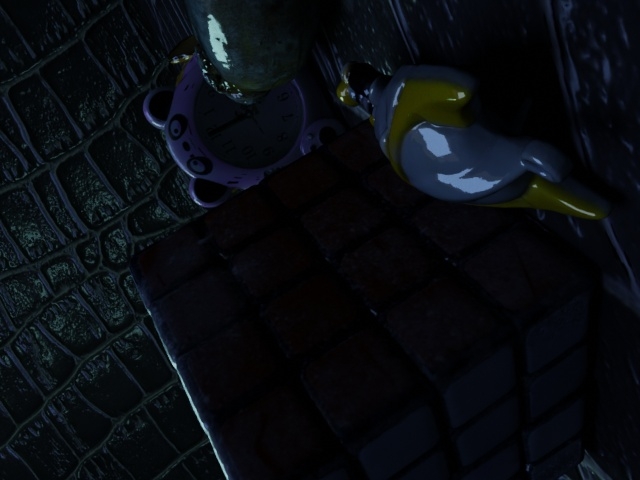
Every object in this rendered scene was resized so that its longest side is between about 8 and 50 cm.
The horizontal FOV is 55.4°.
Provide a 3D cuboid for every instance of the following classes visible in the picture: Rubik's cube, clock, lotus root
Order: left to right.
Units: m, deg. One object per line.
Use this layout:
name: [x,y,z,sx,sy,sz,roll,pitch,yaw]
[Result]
clock: [-0.111,-0.179,0.894,0.228,0.247,0.090,62,173,-9]
lotus root: [-0.077,-0.290,0.669,0.175,0.175,0.349,58,167,13]
Rubik's cube: [0.049,0.131,0.671,0.344,0.343,0.337,51,168,46]

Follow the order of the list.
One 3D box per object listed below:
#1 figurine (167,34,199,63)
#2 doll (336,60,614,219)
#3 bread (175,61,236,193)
figurine: [-0.135,-0.257,1.093,0.208,0.181,0.257,-1,130,33]
doll: [0.093,-0.098,0.502,0.145,0.103,0.316,60,177,-27]
bread: [-0.218,-0.270,1.416,0.277,0.167,0.325,-25,83,62]
